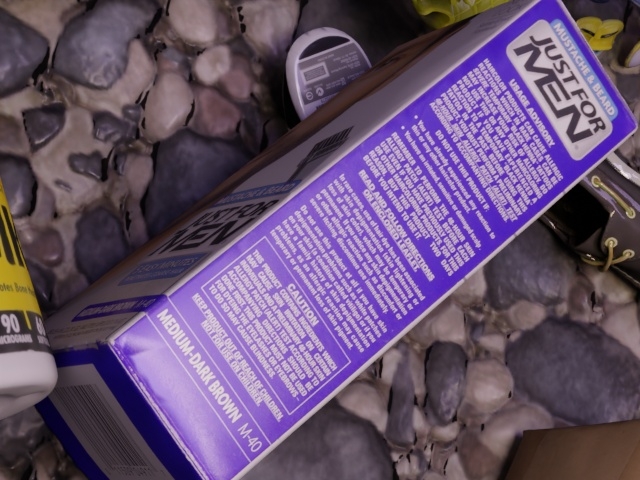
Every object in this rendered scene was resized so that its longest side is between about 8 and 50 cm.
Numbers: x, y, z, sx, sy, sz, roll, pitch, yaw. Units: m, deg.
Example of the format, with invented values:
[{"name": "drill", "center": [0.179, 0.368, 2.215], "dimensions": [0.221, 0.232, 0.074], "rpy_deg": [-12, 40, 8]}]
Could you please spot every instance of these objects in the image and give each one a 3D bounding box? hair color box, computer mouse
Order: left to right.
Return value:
[{"name": "hair color box", "center": [0.000, 0.000, 1.019], "dimensions": [0.339, 0.185, 0.110], "rpy_deg": [-38, 102, -25]}, {"name": "computer mouse", "center": [0.021, -0.045, 1.166], "dimensions": [0.106, 0.042, 0.193], "rpy_deg": [-22, 97, -31]}]

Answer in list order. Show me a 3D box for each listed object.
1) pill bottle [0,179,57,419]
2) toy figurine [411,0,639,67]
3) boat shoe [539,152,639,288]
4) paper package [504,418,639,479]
[{"name": "pill bottle", "center": [-0.221, -0.004, 0.933], "dimensions": [0.119, 0.119, 0.209], "rpy_deg": [-10, 76, -36]}, {"name": "toy figurine", "center": [0.246, -0.213, 1.188], "dimensions": [0.362, 0.217, 0.191], "rpy_deg": [-2, 97, -49]}, {"name": "boat shoe", "center": [0.194, -0.020, 1.256], "dimensions": [0.228, 0.081, 0.069], "rpy_deg": [44, 60, -9]}, {"name": "paper package", "center": [0.223, 0.320, 1.134], "dimensions": [0.309, 0.168, 0.325], "rpy_deg": [38, 61, -20]}]
